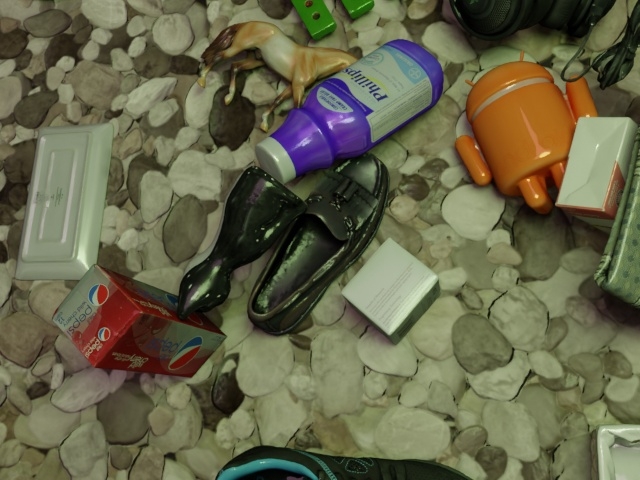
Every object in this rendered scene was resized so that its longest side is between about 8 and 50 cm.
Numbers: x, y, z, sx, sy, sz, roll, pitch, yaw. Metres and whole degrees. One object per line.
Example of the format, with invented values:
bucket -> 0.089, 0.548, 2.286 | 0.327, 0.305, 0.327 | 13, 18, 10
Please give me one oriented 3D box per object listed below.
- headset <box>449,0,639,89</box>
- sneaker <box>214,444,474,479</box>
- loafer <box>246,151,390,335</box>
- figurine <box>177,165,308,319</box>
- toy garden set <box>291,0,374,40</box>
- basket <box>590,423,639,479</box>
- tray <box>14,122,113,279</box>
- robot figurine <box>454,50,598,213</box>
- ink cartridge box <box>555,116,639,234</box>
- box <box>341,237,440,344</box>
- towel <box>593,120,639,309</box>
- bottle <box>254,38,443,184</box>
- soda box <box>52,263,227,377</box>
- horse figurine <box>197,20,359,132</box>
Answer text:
headset -> 0.306, -0.358, 0.858 | 0.244, 0.185, 0.394 | -6, 57, -14
sneaker -> 0.034, 0.325, 0.790 | 0.341, 0.139, 0.124 | 1, 74, 12
loafer -> 0.000, 0.000, 0.907 | 0.109, 0.095, 0.302 | 32, 85, 15
figurine -> -0.127, 0.006, 0.894 | 0.092, 0.215, 0.209 | 38, 87, -11
toy garden set -> 0.054, -0.456, 1.049 | 0.244, 0.049, 0.203 | -29, 73, 5
basket -> 0.371, 0.297, 0.739 | 0.114, 0.103, 0.167 | -1, 74, 13
tray -> -0.424, -0.070, 1.060 | 0.145, 0.030, 0.270 | -1, 75, 14
robot figurine -> 0.276, -0.147, 0.870 | 0.128, 0.158, 0.219 | -10, 70, -25
ink cartridge box -> 0.385, -0.066, 0.813 | 0.067, 0.198, 0.115 | 13, 85, 51
box -> 0.096, 0.070, 0.864 | 0.087, 0.101, 0.102 | 39, 85, 20
towel -> 0.456, -0.049, 0.750 | 0.312, 0.056, 0.324 | 21, 82, -24
bottle -> 0.039, -0.177, 0.909 | 0.283, 0.092, 0.118 | -35, 57, -18
soda box -> -0.221, 0.114, 0.839 | 0.092, 0.263, 0.083 | 40, 88, 20
horse figurine -> -0.078, -0.271, 1.018 | 0.263, 0.066, 0.174 | 35, 91, 17
